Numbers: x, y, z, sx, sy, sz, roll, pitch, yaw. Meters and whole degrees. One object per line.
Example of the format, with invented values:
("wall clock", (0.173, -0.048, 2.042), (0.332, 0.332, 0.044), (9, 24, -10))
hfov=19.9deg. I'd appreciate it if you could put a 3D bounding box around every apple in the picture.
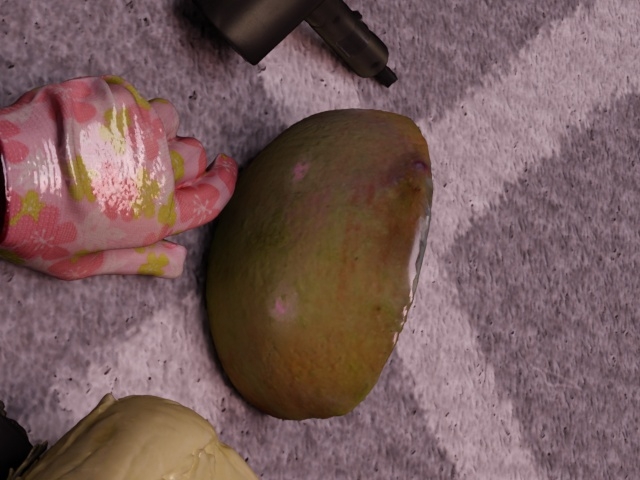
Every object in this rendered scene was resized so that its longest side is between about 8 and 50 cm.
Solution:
("apple", (0.000, 0.000, 1.391), (0.120, 0.193, 0.265), (23, 65, -28))

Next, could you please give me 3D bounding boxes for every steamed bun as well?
("steamed bun", (-0.125, 0.248, 1.208), (0.273, 0.166, 0.232), (61, 32, -24))

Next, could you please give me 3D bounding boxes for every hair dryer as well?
("hair dryer", (0.027, -0.202, 1.507), (0.078, 0.195, 0.248), (52, 7, 31))

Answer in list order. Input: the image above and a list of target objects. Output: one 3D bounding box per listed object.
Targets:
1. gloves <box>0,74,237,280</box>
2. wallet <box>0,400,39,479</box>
("gloves", (-0.142, -0.046, 1.303), (0.241, 0.126, 0.145), (-9, 81, -39))
("wallet", (-0.288, 0.170, 1.148), (0.149, 0.044, 0.250), (49, 50, -20))
